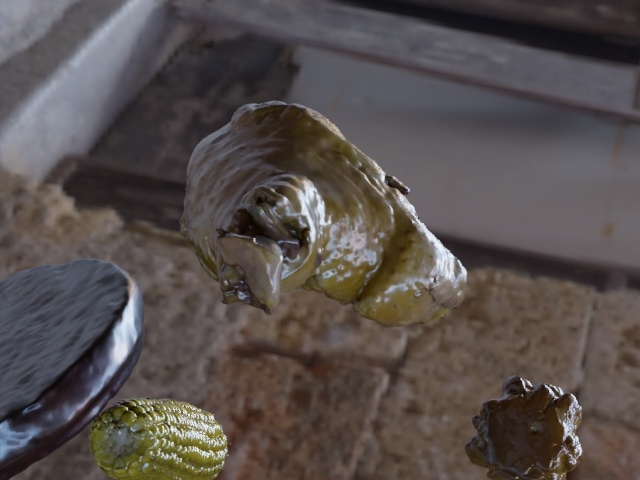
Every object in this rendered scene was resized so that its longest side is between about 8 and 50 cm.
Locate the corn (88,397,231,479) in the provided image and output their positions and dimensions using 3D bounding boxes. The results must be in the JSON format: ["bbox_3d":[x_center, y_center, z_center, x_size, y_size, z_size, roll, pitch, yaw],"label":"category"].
[{"bbox_3d":[-0.181,0.236,1.767,0.318,0.115,0.115,46,56,-76],"label":"corn"}]

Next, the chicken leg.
[{"bbox_3d":[0.000,0.000,1.382,0.182,0.295,0.409,-61,-178,10],"label":"chicken leg"}]

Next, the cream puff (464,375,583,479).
[{"bbox_3d":[0.202,0.193,1.479,0.116,0.122,0.094,60,8,22],"label":"cream puff"}]

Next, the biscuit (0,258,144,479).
[{"bbox_3d":[-0.372,0.165,1.685,0.091,0.407,0.407,64,26,-22],"label":"biscuit"}]
